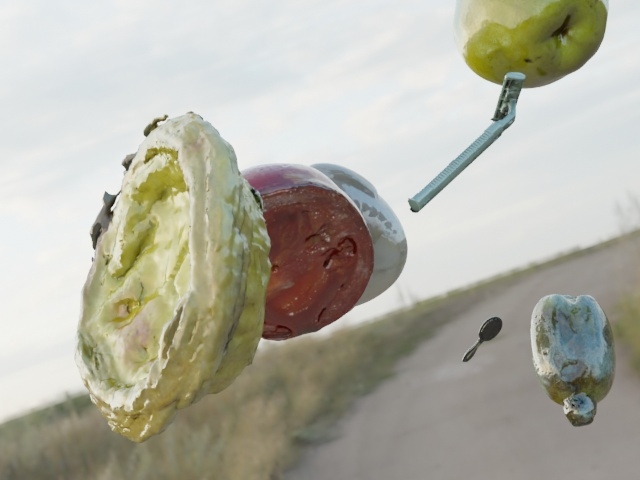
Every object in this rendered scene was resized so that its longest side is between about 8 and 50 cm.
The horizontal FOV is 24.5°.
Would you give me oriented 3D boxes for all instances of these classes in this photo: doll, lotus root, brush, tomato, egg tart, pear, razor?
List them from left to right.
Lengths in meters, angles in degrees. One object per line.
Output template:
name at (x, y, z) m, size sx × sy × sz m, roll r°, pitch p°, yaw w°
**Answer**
egg tart at (-0.115, 0.031, 1.191) m, size 0.095 × 0.279 × 0.279 m, roll 14°, pitch -21°, yaw -28°
tomato at (-0.054, -0.007, 1.700) m, size 0.200 × 0.139 × 0.233 m, roll -33°, pitch -47°, yaw 6°
doll at (0.000, 0.000, 1.947) m, size 0.251 × 0.221 × 0.221 m, roll 15°, pitch -15°, yaw -17°
razor at (0.170, -0.101, 1.683) m, size 0.211 × 0.036 × 0.084 m, roll -49°, pitch -18°, yaw -29°
brush at (0.204, 0.126, 1.874) m, size 0.083 × 0.024 × 0.008 m, roll -54°, pitch 5°, yaw 31°
pear at (0.257, -0.275, 1.798) m, size 0.198 × 0.198 × 0.198 m, roll -19°, pitch -4°, yaw -1°
lotus root at (0.334, 0.155, 1.942) m, size 0.113 × 0.192 × 0.088 m, roll 4°, pitch -31°, yaw -11°
